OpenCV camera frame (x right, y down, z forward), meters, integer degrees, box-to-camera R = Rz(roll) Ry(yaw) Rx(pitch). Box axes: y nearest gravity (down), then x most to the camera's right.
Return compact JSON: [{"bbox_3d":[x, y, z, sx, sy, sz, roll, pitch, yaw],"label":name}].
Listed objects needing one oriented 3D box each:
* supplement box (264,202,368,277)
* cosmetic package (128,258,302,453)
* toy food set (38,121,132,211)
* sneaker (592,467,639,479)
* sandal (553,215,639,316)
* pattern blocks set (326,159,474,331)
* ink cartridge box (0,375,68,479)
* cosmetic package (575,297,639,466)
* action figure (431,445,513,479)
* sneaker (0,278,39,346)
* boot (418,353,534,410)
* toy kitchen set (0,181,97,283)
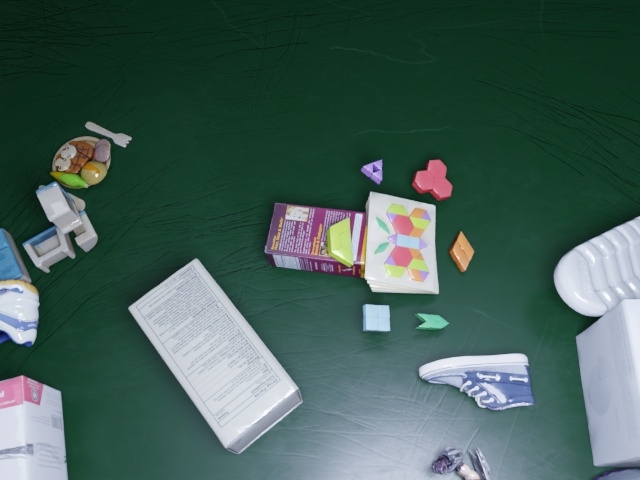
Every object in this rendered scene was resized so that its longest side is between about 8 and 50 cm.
[{"bbox_3d":[0.000,0.000,1.211,0.188,0.081,0.104,7,68,6],"label":"supplement box"},{"bbox_3d":[-0.179,0.199,1.116,0.153,0.129,0.296,-36,69,-12],"label":"cosmetic package"},{"bbox_3d":[-0.495,-0.166,1.339,0.132,0.038,0.192,23,71,13],"label":"toy food set"},{"bbox_3d":[0.427,0.421,0.995,0.223,0.098,0.083,-26,68,-6],"label":"sneaker"},{"bbox_3d":[0.576,0.038,1.138,0.416,0.102,0.169,-8,67,-18],"label":"sandal"},{"bbox_3d":[0.149,0.005,1.168,0.285,0.026,0.325,-5,75,-21],"label":"pattern blocks set"},{"bbox_3d":[-0.489,0.351,1.059,0.092,0.158,0.218,-15,67,-4],"label":"ink cartridge box"},{"bbox_3d":[0.512,0.228,1.001,0.138,0.225,0.224,-1,68,4],"label":"cosmetic package"},{"bbox_3d":[0.184,0.430,1.012,0.285,0.099,0.185,-11,62,-4],"label":"action figure"},{"bbox_3d":[-0.665,0.164,1.177,0.296,0.112,0.131,-13,71,1],"label":"sneaker"},{"bbox_3d":[0.266,0.244,1.095,0.190,0.069,0.086,-5,64,0],"label":"boot"},{"bbox_3d":[-0.554,-0.022,1.215,0.207,0.166,0.122,-31,69,-9],"label":"toy kitchen set"}]
